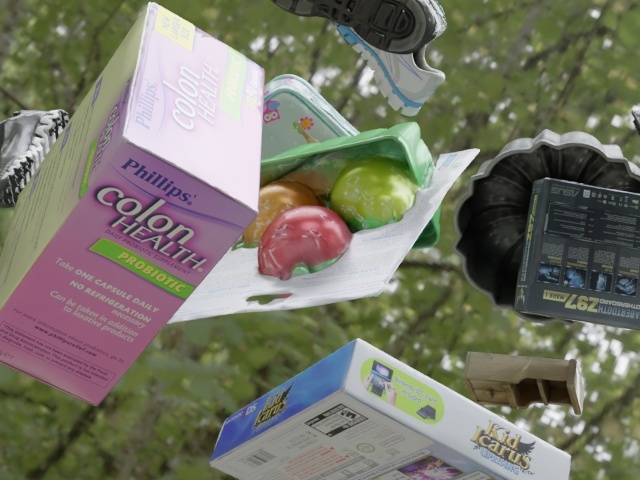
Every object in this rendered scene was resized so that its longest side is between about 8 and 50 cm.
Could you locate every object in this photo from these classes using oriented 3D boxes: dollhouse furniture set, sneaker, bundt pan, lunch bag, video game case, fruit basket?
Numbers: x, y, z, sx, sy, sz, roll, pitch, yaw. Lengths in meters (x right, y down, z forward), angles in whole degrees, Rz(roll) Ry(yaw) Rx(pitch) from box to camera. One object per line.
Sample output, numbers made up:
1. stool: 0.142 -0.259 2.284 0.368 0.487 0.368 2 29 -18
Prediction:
1. dollhouse furniture set: 0.278 0.294 1.786 0.161 0.242 0.212 3 -29 20
2. sneaker: -0.494 -0.135 2.003 0.106 0.234 0.078 11 -47 10
3. bundt pan: 0.377 -0.035 1.980 0.331 0.124 0.330 5 -59 9
4. sneaker: 0.083 -0.248 1.507 0.083 0.071 0.190 -39 -94 31
5. lunch bag: -0.031 -0.137 2.164 0.224 0.108 0.279 -42 -71 15
6. video game case: 0.060 0.211 1.203 0.244 0.061 0.269 31 -35 -17
7. fruit basket: 0.000 0.000 1.510 0.327 0.353 0.165 -10 -59 31
8. sneaker: 0.029 -0.297 1.461 0.267 0.106 0.101 35 -61 17

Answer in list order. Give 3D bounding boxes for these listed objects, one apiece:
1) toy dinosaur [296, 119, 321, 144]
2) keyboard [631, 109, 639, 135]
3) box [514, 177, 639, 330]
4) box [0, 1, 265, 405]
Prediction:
1. toy dinosaur: 0.022 -0.117 2.029 0.183 0.092 0.053 36 16 28
2. keyboard: 0.558 -0.044 1.874 0.033 0.201 0.317 -33 -52 12
3. box: 0.391 0.024 1.690 0.233 0.183 0.059 9 -3 -7
4. box: -0.160 -0.030 1.021 0.117 0.213 0.243 28 -59 -21
